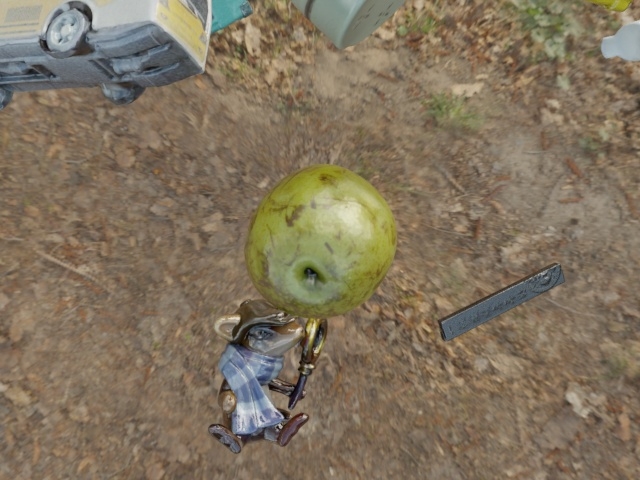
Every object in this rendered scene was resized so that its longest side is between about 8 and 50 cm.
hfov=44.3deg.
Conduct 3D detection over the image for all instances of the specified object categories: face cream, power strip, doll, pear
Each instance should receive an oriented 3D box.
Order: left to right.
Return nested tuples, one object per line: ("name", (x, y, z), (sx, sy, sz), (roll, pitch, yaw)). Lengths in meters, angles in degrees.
("doll", (-0.124, 0.306, 1.804), (0.209, 0.318, 0.340), (-1, 83, 35))
("pear", (0.000, 0.000, 1.399), (0.283, 0.283, 0.284), (0, 92, -1))
("power strip", (0.105, -0.558, 1.536), (0.357, 0.357, 0.161), (-44, 87, 1))
("face cream", (0.695, -0.400, 1.468), (0.369, 0.145, 0.145), (-21, 92, -23))

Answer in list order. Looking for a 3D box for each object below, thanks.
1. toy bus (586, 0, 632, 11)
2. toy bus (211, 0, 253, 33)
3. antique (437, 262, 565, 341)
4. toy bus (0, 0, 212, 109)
("toy bus", (0.290, -0.390, 0.712), (0.145, 0.151, 0.331), (47, 129, 35))
("toy bus", (-0.217, -0.410, 1.116), (0.147, 0.128, 0.256), (-38, 126, -14))
("antique", (0.245, 0.082, 1.061), (0.192, 0.015, 0.031), (-25, 109, -11))
("toy bus", (-0.262, -0.201, 0.729), (0.342, 0.097, 0.138), (-1, 70, 23))
